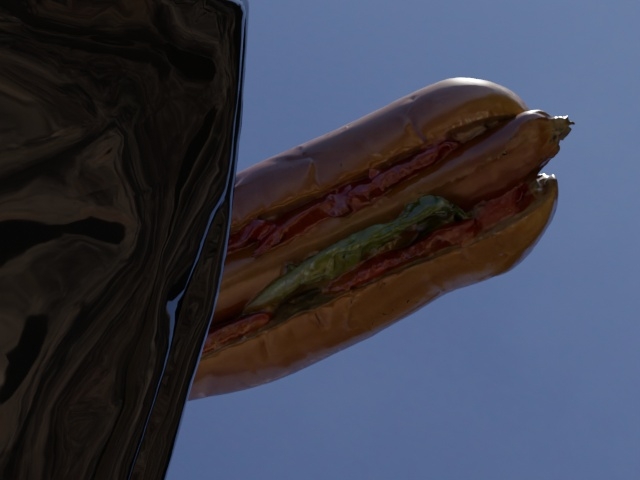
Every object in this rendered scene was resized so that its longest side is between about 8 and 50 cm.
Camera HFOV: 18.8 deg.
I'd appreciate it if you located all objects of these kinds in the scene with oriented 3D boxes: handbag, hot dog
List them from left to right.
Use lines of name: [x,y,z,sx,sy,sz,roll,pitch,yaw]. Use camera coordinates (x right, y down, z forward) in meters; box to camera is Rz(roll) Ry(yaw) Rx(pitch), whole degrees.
handbag: [-0.188,0.012,0.414,0.302,0.178,0.275,8,-75,-30]
hot dog: [0.000,0.000,0.812,0.236,0.062,0.092,-27,-106,15]
